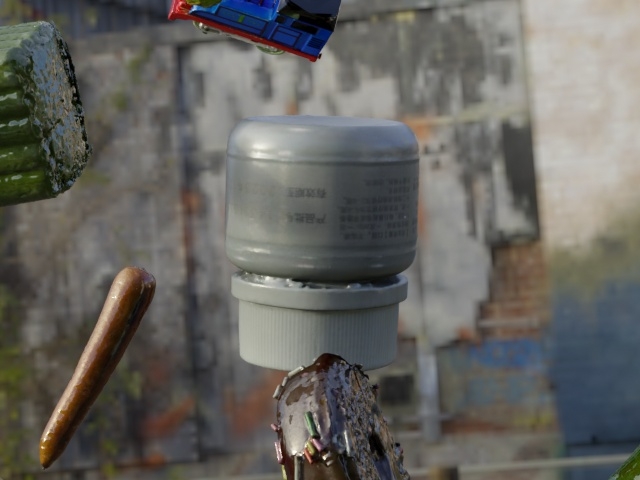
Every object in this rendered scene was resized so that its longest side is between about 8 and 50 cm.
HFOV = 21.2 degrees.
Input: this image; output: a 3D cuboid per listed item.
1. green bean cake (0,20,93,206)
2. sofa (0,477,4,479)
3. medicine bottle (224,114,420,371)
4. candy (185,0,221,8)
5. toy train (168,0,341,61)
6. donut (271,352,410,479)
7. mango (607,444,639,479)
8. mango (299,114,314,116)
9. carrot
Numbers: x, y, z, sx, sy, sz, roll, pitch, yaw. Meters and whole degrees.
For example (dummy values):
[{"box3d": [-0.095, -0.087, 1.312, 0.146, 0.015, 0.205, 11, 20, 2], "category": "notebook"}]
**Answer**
[{"box3d": [-0.375, -0.160, 2.160, 0.113, 0.214, 0.200, -10, 20, 11], "category": "green bean cake"}, {"box3d": [-0.282, 0.204, 1.340, 0.060, 0.039, 0.118, -29, -34, 3], "category": "sofa"}, {"box3d": [0.000, 0.000, 2.163, 0.245, 0.306, 0.245, 2, 7, 0], "category": "medicine bottle"}, {"box3d": [-0.079, -0.330, 2.024, 0.194, 0.062, 0.058, -21, 37, 10], "category": "candy"}, {"box3d": [-0.081, -0.305, 2.192, 0.204, 0.082, 0.131, 17, -24, -12], "category": "toy train"}, {"box3d": [0.028, 0.258, 1.928, 0.103, 0.269, 0.270, -19, -8, 13], "category": "donut"}, {"box3d": [0.470, 0.259, 1.939, 0.382, 0.225, 0.201, -33, 27, 22], "category": "mango"}, {"box3d": [-0.021, -0.041, 2.517, 0.201, 0.287, 0.152, 20, -43, -7], "category": "mango"}, {"box3d": [-0.193, 0.107, 1.452, 0.037, 0.190, 0.037, 26, -10, 5], "category": "carrot"}]
